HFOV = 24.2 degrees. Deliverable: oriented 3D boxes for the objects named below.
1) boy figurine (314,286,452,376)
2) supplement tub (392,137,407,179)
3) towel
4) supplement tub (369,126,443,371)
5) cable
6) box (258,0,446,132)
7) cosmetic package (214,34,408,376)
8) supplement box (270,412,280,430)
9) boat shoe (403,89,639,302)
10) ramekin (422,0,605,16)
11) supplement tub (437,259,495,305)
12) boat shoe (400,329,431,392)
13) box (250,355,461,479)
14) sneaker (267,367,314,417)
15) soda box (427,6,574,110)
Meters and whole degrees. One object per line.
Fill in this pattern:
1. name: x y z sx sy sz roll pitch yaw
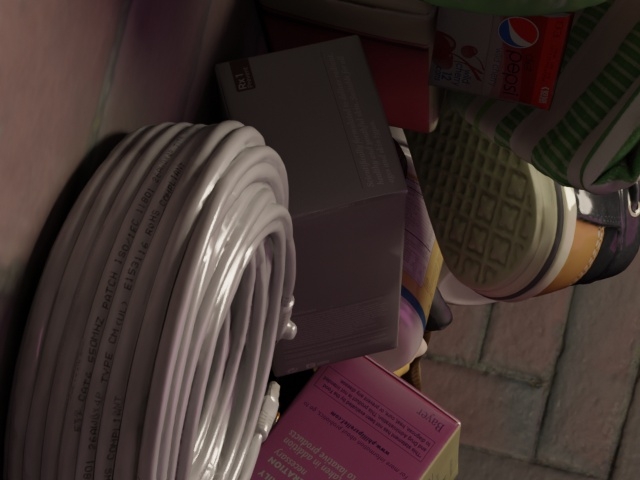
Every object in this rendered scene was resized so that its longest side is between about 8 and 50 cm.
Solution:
1. boy figurine: 0.035 0.140 1.540 0.177 0.092 0.285 -24 -161 42
2. supplement tub: 0.000 0.000 1.202 0.106 0.106 0.198 93 13 -53
3. towel: 0.198 -0.160 0.993 0.248 0.038 0.325 -55 -161 7
4. supplement tub: 0.040 0.006 1.353 0.144 0.144 0.200 92 13 -54
5. cable: -0.081 0.060 0.767 0.257 0.089 0.257 -68 167 -48
6. box: 0.039 -0.192 1.078 0.232 0.126 0.149 74 30 -74
7. cosmetic package: -0.006 -0.016 1.000 0.238 0.107 0.127 95 -19 -63
8. supplement box: -0.065 0.203 1.312 0.062 0.036 0.098 93 12 -54
9. boat shoe: 0.152 -0.176 1.278 0.187 0.156 0.500 -41 -127 46
10. ramekin: 0.099 -0.266 0.797 0.148 0.303 0.303 105 2 -58
11. supplement tub: 0.184 -0.075 1.814 0.191 0.191 0.272 87 -9 -64
12. boat shoe: 0.067 0.135 1.860 0.341 0.121 0.110 108 -23 -52
13. box: -0.004 0.229 1.191 0.243 0.117 0.213 -53 165 -12
14. sneaker: -0.028 0.167 1.386 0.089 0.051 0.170 113 -26 -59
15. soda box: 0.141 -0.214 0.995 0.092 0.083 0.263 93 13 -53
